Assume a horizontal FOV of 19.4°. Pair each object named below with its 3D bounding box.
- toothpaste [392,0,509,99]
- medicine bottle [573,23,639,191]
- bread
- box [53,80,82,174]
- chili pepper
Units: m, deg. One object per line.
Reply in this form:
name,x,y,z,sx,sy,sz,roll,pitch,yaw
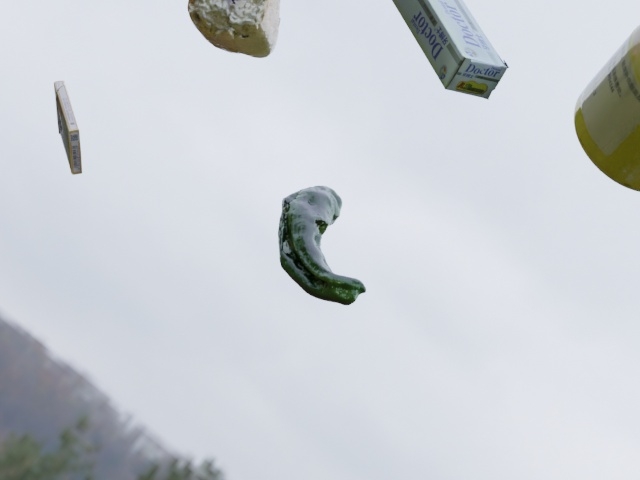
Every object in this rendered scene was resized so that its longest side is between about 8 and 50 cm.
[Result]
toothpaste,0.092,-0.174,1.456,0.046,0.034,0.164,10,37,-32
medicine bottle,0.315,-0.144,1.583,0.122,0.122,0.212,38,-42,1
bread,-0.076,-0.233,1.715,0.082,0.125,0.106,5,-15,2
box,-0.219,-0.098,1.619,0.083,0.012,0.046,-115,-160,-51
chili pepper,-0.005,-0.001,1.808,0.073,0.050,0.182,24,29,-22
